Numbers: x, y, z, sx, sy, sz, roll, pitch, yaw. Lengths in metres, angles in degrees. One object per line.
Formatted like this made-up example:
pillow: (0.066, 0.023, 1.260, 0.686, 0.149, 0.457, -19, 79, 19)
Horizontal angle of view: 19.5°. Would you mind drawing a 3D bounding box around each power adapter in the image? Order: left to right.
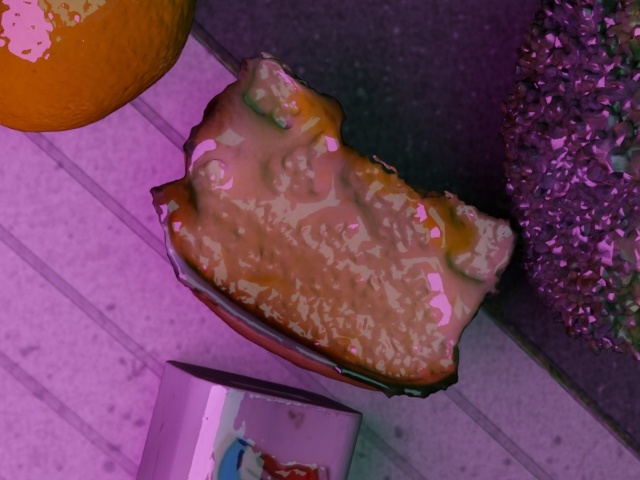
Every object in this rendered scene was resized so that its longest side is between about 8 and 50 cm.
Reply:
power adapter: (-0.064, 0.200, 1.308, 0.130, 0.125, 0.204, 13, 90, -21)

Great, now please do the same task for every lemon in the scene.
lemon: (-0.175, -0.160, 1.211, 0.203, 0.178, 0.178, -35, 105, -15)

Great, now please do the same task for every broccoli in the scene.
broccoli: (0.239, -0.051, 1.319, 0.260, 0.288, 0.235, 28, 47, 15)

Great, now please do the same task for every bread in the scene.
bread: (-0.008, -0.003, 1.308, 0.252, 0.133, 0.174, 31, 78, -17)
